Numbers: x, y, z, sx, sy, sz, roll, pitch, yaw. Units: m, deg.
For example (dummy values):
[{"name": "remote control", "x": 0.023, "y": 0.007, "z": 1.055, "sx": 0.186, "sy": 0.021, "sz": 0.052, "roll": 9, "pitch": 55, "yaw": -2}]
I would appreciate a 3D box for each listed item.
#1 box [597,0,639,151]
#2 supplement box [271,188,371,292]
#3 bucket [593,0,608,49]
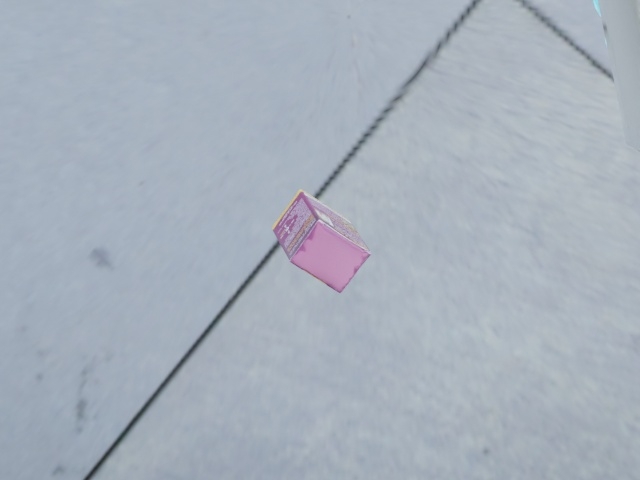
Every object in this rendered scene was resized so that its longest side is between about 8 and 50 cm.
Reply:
[{"name": "box", "x": 0.158, "y": -0.193, "z": 0.737, "sx": 0.148, "sy": 0.121, "sz": 0.311, "roll": -14, "pitch": 97, "yaw": 3}, {"name": "supplement box", "x": 0.000, "y": 0.000, "z": 1.599, "sx": 0.055, "sy": 0.083, "sz": 0.043, "roll": 33, "pitch": 99, "yaw": -20}, {"name": "bucket", "x": 0.394, "y": -0.235, "z": 1.735, "sx": 0.183, "sy": 0.281, "sz": 0.281, "roll": 14, "pitch": 99, "yaw": -43}]
